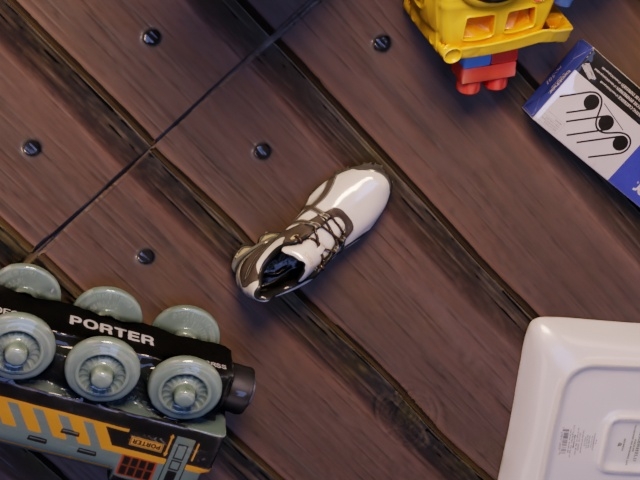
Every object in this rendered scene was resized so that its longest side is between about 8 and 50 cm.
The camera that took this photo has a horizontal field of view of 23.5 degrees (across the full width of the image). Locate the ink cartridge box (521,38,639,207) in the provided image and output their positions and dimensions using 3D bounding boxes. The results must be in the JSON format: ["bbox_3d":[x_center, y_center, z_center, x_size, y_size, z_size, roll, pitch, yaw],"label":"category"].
[{"bbox_3d":[0.324,-0.112,1.636,0.207,0.046,0.097,36,102,-21],"label":"ink cartridge box"}]

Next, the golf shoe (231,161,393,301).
[{"bbox_3d":[0.000,0.000,1.597,0.198,0.094,0.077,-40,111,4],"label":"golf shoe"}]

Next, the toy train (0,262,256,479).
[{"bbox_3d":[-0.240,0.151,1.594,0.334,0.142,0.190,16,117,-15],"label":"toy train"}]

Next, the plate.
[{"bbox_3d":[0.352,0.227,1.774,0.278,0.045,0.277,4,111,-11],"label":"plate"}]

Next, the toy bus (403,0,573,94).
[{"bbox_3d":[0.191,-0.250,1.514,0.220,0.149,0.211,-14,129,-14],"label":"toy bus"}]
